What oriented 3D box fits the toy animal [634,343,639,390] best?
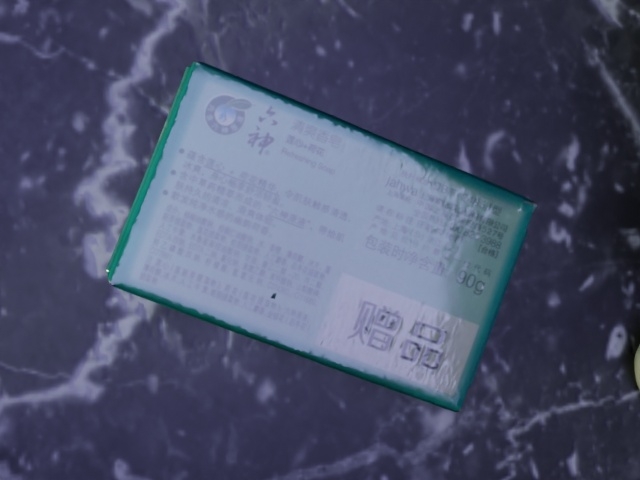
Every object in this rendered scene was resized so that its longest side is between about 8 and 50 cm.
[{"bbox_3d":[0.337,-0.038,0.573,0.196,0.241,0.368,0,104,-1],"label":"toy animal"}]

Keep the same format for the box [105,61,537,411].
[{"bbox_3d":[0.000,0.000,0.565,0.244,0.092,0.153,22,87,-7],"label":"box"}]
